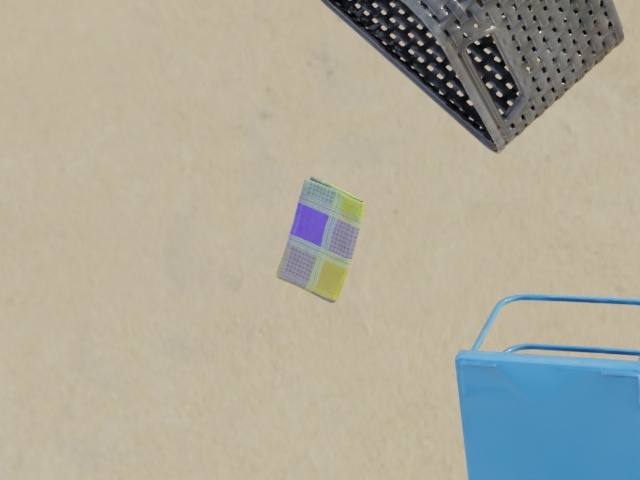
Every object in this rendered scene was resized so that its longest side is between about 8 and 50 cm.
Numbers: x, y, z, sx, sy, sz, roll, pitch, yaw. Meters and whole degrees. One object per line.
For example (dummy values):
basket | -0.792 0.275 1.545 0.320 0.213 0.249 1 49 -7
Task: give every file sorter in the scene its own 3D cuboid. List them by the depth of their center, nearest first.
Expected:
file sorter | 0.166 0.130 0.903 0.118 0.170 0.104 2 26 22

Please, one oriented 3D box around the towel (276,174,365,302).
towel | 0.000 0.000 1.009 0.060 0.009 0.083 28 107 32

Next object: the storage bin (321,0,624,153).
storage bin | 0.048 -0.142 0.658 0.084 0.122 0.180 -43 54 -2
